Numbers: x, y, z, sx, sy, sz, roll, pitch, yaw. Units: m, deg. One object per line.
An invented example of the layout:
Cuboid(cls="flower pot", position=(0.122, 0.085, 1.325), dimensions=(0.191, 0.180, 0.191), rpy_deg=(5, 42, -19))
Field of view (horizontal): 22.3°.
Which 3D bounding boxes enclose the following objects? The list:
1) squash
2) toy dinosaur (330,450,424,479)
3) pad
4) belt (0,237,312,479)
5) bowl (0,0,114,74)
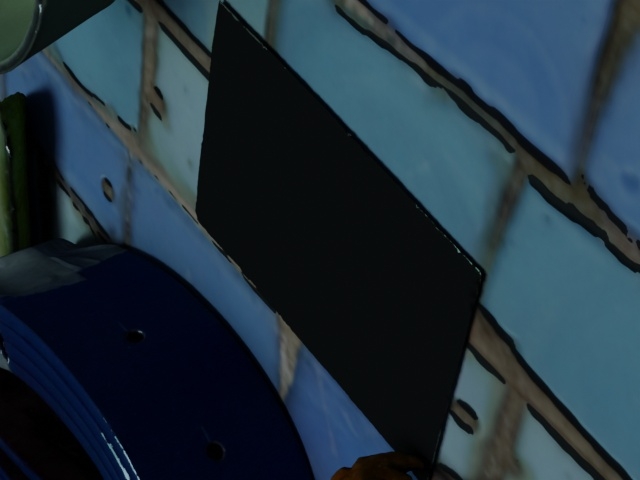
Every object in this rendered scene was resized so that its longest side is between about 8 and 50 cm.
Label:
Cuboid(cls="squash", position=(-0.282, -0.044, 1.236), dimensions=(0.169, 0.093, 0.252), rpy_deg=(20, 132, 15))
Cuboid(cls="toy dinosaur", position=(0.006, 0.217, 0.859), dimensions=(0.432, 0.097, 0.208), rpy_deg=(22, 117, 28))
Cuboid(cls="pad", position=(0.000, 0.000, 0.878), dimensions=(0.243, 0.004, 0.163), rpy_deg=(48, 144, 34))
Cuboid(cls="belt", position=(-0.144, 0.124, 1.086), dimensions=(0.347, 0.117, 0.212), rpy_deg=(29, 133, 50))
Cuboid(cls="bowl", position=(-0.169, -0.210, 0.915), dimensions=(0.211, 0.112, 0.211), rpy_deg=(33, 135, 40))
